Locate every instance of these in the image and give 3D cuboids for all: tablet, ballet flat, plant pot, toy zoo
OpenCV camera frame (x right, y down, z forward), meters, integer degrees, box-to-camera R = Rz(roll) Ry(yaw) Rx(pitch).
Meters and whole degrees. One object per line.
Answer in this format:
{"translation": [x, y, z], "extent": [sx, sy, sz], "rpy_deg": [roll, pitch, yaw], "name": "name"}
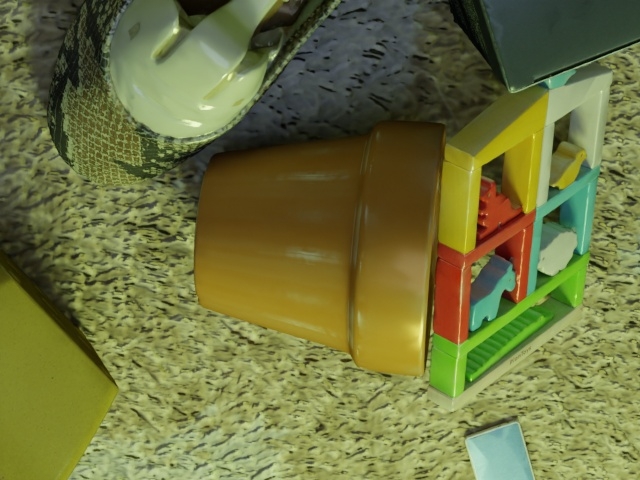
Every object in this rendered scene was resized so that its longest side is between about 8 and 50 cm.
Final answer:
{"translation": [0.169, 0.210, 1.552], "extent": [0.054, 0.006, 0.083], "rpy_deg": [-18, 114, -1], "name": "tablet"}
{"translation": [-0.040, -0.213, 1.251], "extent": [0.164, 0.182, 0.483], "rpy_deg": [39, 102, -22], "name": "ballet flat"}
{"translation": [0.000, 0.000, 1.349], "extent": [0.187, 0.205, 0.205], "rpy_deg": [5, 112, 5], "name": "plant pot"}
{"translation": [-0.289, 0.114, 1.344], "extent": [0.187, 0.212, 0.212], "rpy_deg": [-43, 113, -5], "name": "plant pot"}
{"translation": [0.164, -0.022, 1.354], "extent": [0.192, 0.030, 0.293], "rpy_deg": [-32, 135, -39], "name": "toy zoo"}

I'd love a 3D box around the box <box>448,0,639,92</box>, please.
{"translation": [0.176, -0.214, 1.270], "extent": [0.153, 0.207, 0.108], "rpy_deg": [-22, 114, 0], "name": "box"}
